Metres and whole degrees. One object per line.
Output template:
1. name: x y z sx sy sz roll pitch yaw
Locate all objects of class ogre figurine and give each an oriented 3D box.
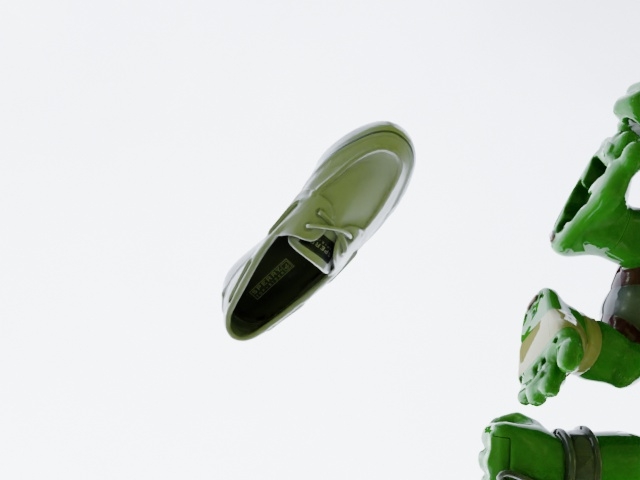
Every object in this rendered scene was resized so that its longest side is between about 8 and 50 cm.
1. ogre figurine: 0.156 0.033 0.343 0.118 0.097 0.197 24 -119 -4

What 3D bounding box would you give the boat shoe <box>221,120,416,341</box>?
1. boat shoe: 0.000 0.000 0.744 0.095 0.084 0.258 35 -73 -14
